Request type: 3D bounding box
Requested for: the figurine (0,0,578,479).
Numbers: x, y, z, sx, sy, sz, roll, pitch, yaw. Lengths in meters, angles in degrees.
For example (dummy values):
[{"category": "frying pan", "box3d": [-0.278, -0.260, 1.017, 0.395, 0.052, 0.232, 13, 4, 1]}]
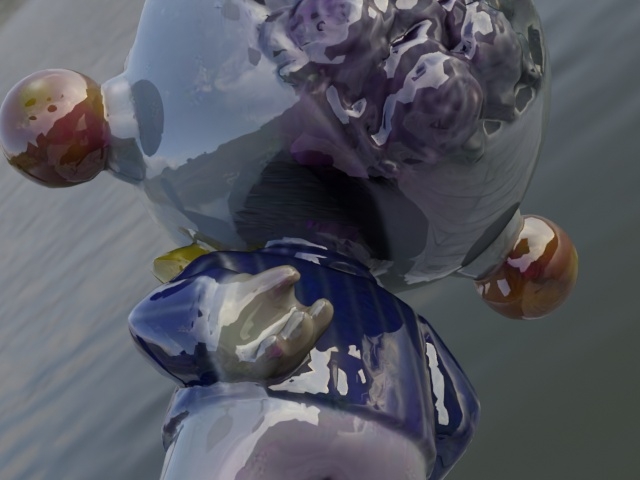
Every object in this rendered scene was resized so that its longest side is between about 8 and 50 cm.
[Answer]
[{"category": "figurine", "box3d": [-0.010, 0.000, 0.418, 0.274, 0.194, 0.133, -58, 6, -33]}]
